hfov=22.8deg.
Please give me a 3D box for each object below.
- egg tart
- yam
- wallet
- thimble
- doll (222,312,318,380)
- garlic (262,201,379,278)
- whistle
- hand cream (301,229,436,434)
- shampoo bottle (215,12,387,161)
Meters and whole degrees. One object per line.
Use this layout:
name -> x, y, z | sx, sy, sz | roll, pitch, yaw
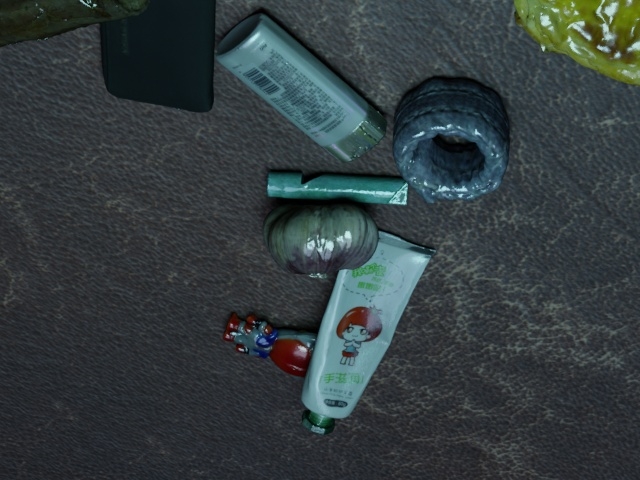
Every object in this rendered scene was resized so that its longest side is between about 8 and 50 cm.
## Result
egg tart -> 0.364, -0.323, 1.717 | 0.341, 0.129, 0.341 | 5, 137, 5
yam -> -0.336, -0.294, 1.833 | 0.279, 0.131, 0.131 | -7, 135, 27
wallet -> -0.200, -0.256, 1.934 | 0.149, 0.044, 0.250 | 10, 137, 3
thimble -> 0.163, -0.124, 1.978 | 0.150, 0.098, 0.150 | 4, 136, 4
doll -> -0.048, 0.161, 2.340 | 0.194, 0.062, 0.104 | 20, 119, -1
garlic -> 0.000, 0.000, 2.102 | 0.159, 0.147, 0.102 | 0, 96, 29
whistle -> 0.022, -0.070, 2.099 | 0.186, 0.039, 0.039 | 4, 137, 5
hand cream -> 0.049, 0.130, 2.248 | 0.121, 0.076, 0.336 | 13, 118, -17
shampoo bottle -> -0.021, -0.187, 1.968 | 0.227, 0.056, 0.086 | 37, 130, -28
